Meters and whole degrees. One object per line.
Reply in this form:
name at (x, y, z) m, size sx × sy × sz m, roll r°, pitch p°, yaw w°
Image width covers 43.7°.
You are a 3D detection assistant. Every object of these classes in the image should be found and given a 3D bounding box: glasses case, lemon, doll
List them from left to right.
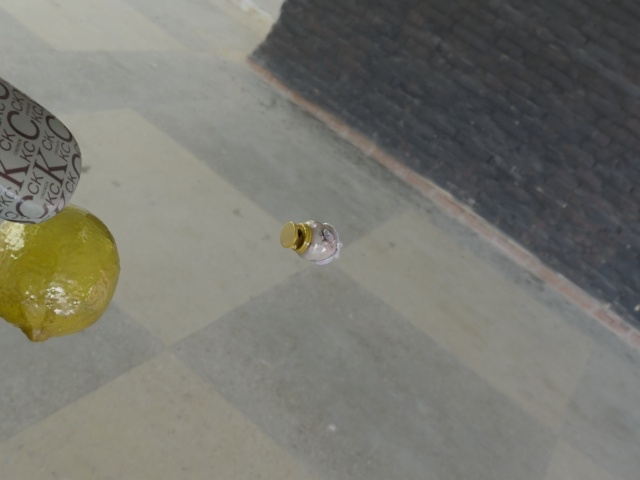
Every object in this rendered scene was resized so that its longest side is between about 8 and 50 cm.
glasses case at (-0.401, -0.139, 0.789) m, size 0.354 × 0.085 × 0.137 m, roll 34°, pitch 42°, yaw -31°
lemon at (-0.398, 0.041, 1.193) m, size 0.192 × 0.192 × 0.231 m, roll 19°, pitch 59°, yaw -23°
doll at (0.000, 0.000, 1.376) m, size 0.127 × 0.084 × 0.073 m, roll 14°, pitch 65°, yaw -35°
